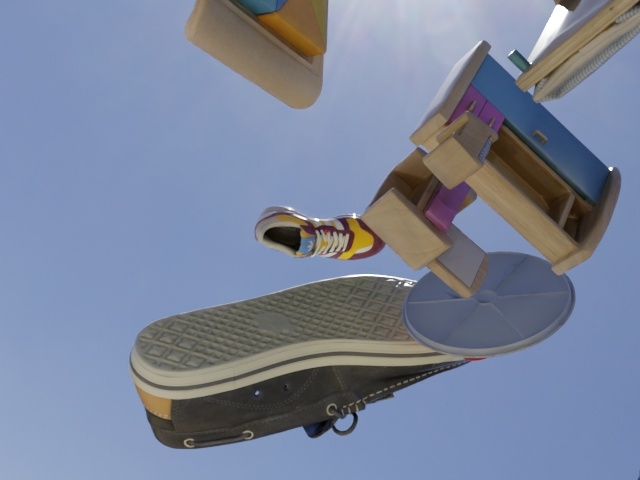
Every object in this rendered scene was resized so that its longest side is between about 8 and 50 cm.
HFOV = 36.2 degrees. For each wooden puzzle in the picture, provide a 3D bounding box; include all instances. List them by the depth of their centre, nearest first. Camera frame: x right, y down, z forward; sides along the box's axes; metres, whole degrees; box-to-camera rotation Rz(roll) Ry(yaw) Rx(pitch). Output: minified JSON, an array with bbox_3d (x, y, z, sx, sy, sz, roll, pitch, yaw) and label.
[{"bbox_3d":[-0.036,-0.258,0.862,0.044,0.239,0.221,3,-8,25],"label":"wooden puzzle"}]

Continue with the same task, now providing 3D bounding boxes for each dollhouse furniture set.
[{"bbox_3d":[0.239,-0.108,0.822,0.198,0.286,0.303,40,-42,-8],"label":"dollhouse furniture set"}]

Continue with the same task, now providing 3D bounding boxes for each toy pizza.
[{"bbox_3d":[0.195,0.078,1.144,0.201,0.201,0.032,6,-54,32],"label":"toy pizza"}]

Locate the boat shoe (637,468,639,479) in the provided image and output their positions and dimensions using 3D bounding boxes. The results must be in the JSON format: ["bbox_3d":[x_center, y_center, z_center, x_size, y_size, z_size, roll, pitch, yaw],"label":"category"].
[{"bbox_3d":[0.263,0.192,0.473,0.257,0.095,0.095,35,-45,27],"label":"boat shoe"}]

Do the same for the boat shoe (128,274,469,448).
[{"bbox_3d":[-0.001,0.161,1.289,0.187,0.500,0.156,-129,-143,-53],"label":"boat shoe"}]

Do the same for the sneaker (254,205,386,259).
[{"bbox_3d":[0.000,0.000,1.360,0.185,0.084,0.070,6,-70,1],"label":"sneaker"}]
